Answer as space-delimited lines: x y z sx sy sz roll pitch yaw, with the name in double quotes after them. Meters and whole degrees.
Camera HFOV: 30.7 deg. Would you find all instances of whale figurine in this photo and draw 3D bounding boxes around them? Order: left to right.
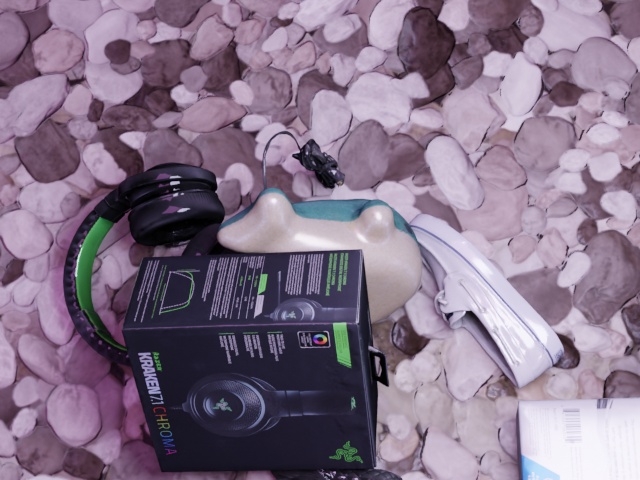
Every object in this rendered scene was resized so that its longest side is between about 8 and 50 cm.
0.000 0.000 1.432 0.216 0.272 0.141 -38 42 31 "whale figurine"

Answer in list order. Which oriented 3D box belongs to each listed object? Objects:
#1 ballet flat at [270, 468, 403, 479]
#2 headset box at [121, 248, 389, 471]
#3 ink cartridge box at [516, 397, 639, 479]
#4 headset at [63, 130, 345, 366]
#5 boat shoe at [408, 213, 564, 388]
0.018 0.292 1.427 0.173 0.049 0.057 14 113 14 "ballet flat"
-0.061 0.145 1.368 0.283 0.246 0.131 -2 39 6 "headset box"
0.330 0.261 1.369 0.191 0.082 0.139 -2 68 5 "ink cartridge box"
-0.149 0.003 1.535 0.394 0.185 0.243 -39 72 8 "headset"
0.187 0.073 1.459 0.084 0.095 0.258 -39 67 -13 "boat shoe"
